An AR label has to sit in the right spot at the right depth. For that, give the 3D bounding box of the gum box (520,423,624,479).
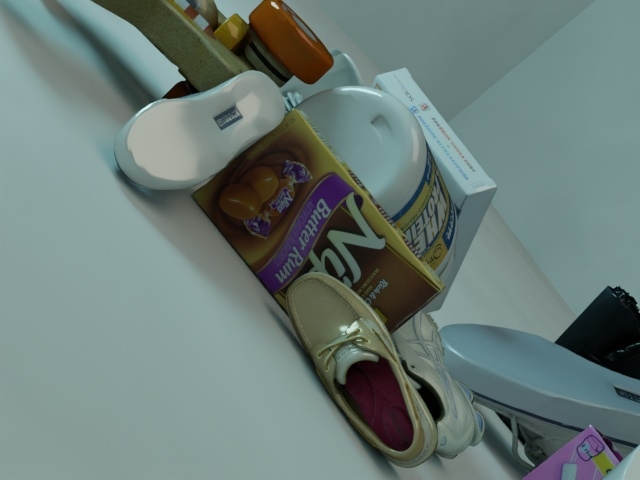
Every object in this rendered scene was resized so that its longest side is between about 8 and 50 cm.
[{"bbox_3d":[0.263,0.276,1.517,0.062,0.107,0.188,38,15,-54],"label":"gum box"}]

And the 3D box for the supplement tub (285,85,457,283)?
[{"bbox_3d":[0.043,-0.031,1.501,0.144,0.144,0.200,56,-1,32],"label":"supplement tub"}]

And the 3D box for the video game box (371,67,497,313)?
[{"bbox_3d":[0.096,-0.051,1.824,0.048,0.205,0.187,-13,54,-29],"label":"video game box"}]

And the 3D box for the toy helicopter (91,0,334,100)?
[{"bbox_3d":[-0.153,-0.213,1.383,0.235,0.140,0.355,53,12,22],"label":"toy helicopter"}]

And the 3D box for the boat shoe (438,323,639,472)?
[{"bbox_3d":[0.267,0.210,1.757,0.367,0.156,0.136,18,22,-12],"label":"boat shoe"}]

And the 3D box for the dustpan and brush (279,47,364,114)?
[{"bbox_3d":[-0.003,-0.062,1.624,0.060,0.147,0.211,-145,-145,-68],"label":"dustpan and brush"}]

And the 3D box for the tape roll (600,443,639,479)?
[{"bbox_3d":[0.340,0.289,1.376,0.286,0.100,0.286,15,48,-18],"label":"tape roll"}]

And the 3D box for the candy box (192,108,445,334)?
[{"bbox_3d":[0.000,0.000,1.333,0.187,0.109,0.053,50,8,2],"label":"candy box"}]

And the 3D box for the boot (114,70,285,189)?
[{"bbox_3d":[-0.107,-0.069,1.256,0.190,0.086,0.069,-27,90,-53],"label":"boot"}]

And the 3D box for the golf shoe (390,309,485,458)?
[{"bbox_3d":[0.072,0.103,1.420,0.176,0.069,0.086,53,15,23],"label":"golf shoe"}]

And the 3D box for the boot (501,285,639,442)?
[{"bbox_3d":[0.339,0.191,1.922,0.246,0.207,0.094,48,9,-20],"label":"boot"}]

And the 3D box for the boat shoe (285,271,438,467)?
[{"bbox_3d":[0.029,0.092,1.249,0.170,0.063,0.059,53,3,13],"label":"boat shoe"}]

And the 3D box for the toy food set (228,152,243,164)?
[{"bbox_3d":[-0.058,-0.089,1.517,0.020,0.083,0.083,18,32,-30],"label":"toy food set"}]
